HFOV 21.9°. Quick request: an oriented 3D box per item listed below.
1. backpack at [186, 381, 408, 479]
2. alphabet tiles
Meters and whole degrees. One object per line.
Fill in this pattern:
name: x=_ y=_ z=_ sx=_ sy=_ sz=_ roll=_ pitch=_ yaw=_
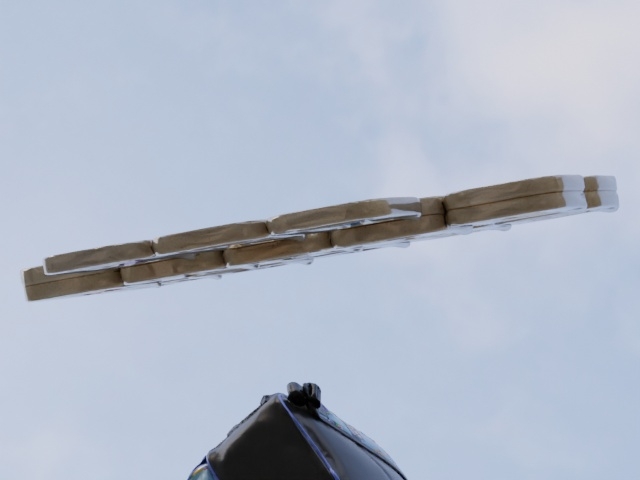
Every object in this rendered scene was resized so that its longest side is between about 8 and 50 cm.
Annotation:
backpack: x=0.011 y=0.194 z=1.105 sx=0.117 sy=0.173 sz=0.158 roll=-40 pitch=-121 yaw=7
alphabet tiles: x=0.000 y=0.000 z=0.834 sx=0.284 sy=0.278 sz=0.021 roll=-10 pitch=-92 yaw=22
